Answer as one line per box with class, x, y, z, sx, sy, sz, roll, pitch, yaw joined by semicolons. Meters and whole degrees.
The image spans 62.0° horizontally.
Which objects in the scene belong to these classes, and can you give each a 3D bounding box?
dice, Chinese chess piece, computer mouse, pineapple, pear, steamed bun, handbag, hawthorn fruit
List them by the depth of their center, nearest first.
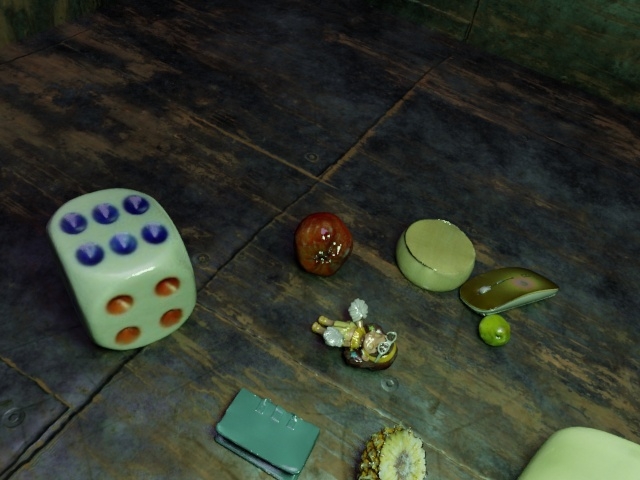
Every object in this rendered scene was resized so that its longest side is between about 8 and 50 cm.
steamed bun;0.614;0.620;1.063;0.455;0.290;0.371;39;53;23
pineapple;0.139;0.499;1.201;0.161;0.136;0.176;40;55;-27
handbag;-0.122;0.449;1.243;0.221;0.057;0.144;25;44;12
dice;-0.498;0.072;1.345;0.276;0.304;0.304;-20;55;-27
pear;0.494;0.256;1.512;0.092;0.097;0.092;0;79;0
hawthorn fruit;0.000;0.000;1.603;0.185;0.185;0.202;0;33;-11
computer mouse;0.576;0.145;1.620;0.310;0.072;0.158;-12;28;-20
Chinese chess piece;0.360;0.044;1.674;0.249;0.103;0.250;6;46;-6

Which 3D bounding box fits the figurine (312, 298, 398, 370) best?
figurine;0.091;0.258;1.417;0.240;0.116;0.174;26;46;21
